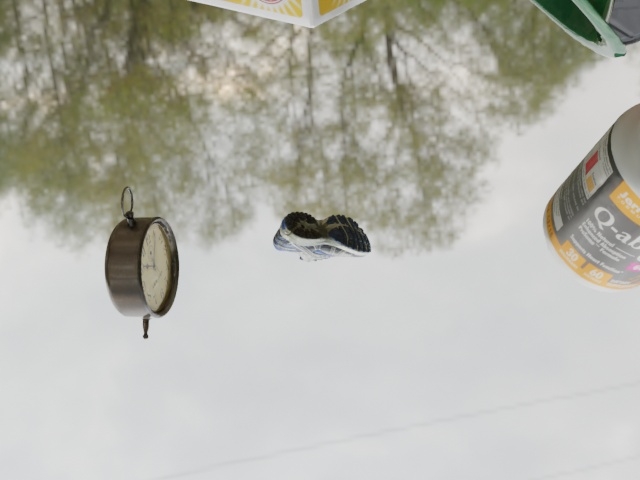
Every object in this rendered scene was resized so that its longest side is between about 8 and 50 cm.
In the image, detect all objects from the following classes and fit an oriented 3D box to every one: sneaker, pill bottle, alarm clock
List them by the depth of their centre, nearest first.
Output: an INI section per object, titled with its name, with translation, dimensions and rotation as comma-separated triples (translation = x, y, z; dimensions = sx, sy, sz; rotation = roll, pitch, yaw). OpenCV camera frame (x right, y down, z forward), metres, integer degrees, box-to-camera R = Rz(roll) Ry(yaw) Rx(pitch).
[pill bottle]
translation = 0.387, -0.065, 1.313
dimensions = 0.162, 0.278, 0.162
rotation = 7, -120, -13
[sneaker]
translation = 0.000, 0.000, 1.374
dimensions = 0.135, 0.058, 0.052
rotation = 13, -130, -32
[alarm clock]
translation = -0.232, 0.018, 1.422
dimensions = 0.064, 0.192, 0.129
rotation = 2, -149, 13

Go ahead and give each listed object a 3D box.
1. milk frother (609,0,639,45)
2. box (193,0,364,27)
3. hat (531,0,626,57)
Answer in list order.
[milk frother]
translation = 0.298, -0.274, 1.036
dimensions = 0.129, 0.143, 0.134
rotation = -3, -147, 14
[box]
translation = -0.052, -0.214, 0.685
dimensions = 0.203, 0.114, 0.103
rotation = 19, -140, 35
[hat]
translation = 0.179, -0.250, 0.710
dimensions = 0.183, 0.208, 0.173
rotation = -47, -153, 9
